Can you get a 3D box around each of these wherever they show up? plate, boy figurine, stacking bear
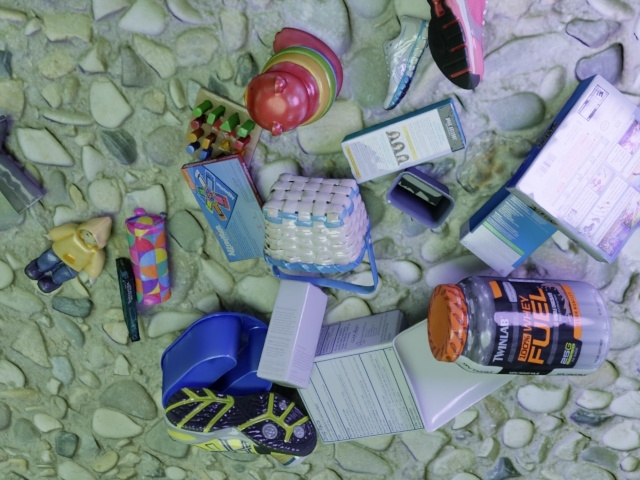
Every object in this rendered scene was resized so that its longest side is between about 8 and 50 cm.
[{"bbox_3d":[0.314,0.271,1.466,0.277,0.045,0.278,-28,111,-14],"label":"plate"},{"bbox_3d":[-0.628,0.035,1.604,0.285,0.092,0.177,-30,104,27],"label":"boy figurine"},{"bbox_3d":[-0.057,-0.289,1.196,0.164,0.289,0.175,16,118,5],"label":"stacking bear"}]

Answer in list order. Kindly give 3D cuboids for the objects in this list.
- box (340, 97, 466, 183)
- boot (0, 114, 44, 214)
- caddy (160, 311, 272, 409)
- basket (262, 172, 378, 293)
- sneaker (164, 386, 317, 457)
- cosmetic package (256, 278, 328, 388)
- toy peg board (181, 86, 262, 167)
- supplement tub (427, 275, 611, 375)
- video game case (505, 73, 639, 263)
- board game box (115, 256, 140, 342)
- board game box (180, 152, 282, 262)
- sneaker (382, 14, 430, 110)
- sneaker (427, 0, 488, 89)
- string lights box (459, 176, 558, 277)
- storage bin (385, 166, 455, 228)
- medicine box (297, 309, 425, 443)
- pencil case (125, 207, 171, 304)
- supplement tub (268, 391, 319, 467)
[{"bbox_3d":[0.174,-0.208,1.313,0.244,0.060,0.101,-17,111,20],"label":"box"},{"bbox_3d":[-0.764,-0.182,1.535,0.189,0.076,0.208,-30,100,39],"label":"boot"},{"bbox_3d":[-0.268,0.321,1.617,0.241,0.179,0.341,31,121,-29],"label":"caddy"},{"bbox_3d":[0.000,0.000,1.381,0.254,0.201,0.289,7,131,14],"label":"basket"},{"bbox_3d":[-0.198,0.463,1.559,0.384,0.145,0.147,16,136,-8],"label":"sneaker"},{"bbox_3d":[-0.062,0.217,1.446,0.085,0.231,0.117,3,160,26],"label":"cosmetic package"},{"bbox_3d":[-0.227,-0.228,1.386,0.161,0.079,0.161,25,119,0],"label":"toy peg board"},{"bbox_3d":[0.413,0.181,1.327,0.337,0.207,0.207,3,118,-7],"label":"supplement tub"},{"bbox_3d":[0.533,-0.135,1.201,0.244,0.061,0.269,37,89,-6],"label":"video game case"},{"bbox_3d":[-0.500,0.153,1.618,0.026,0.126,0.186,-11,119,-23],"label":"board game box"},{"bbox_3d":[-0.200,-0.069,1.451,0.145,0.027,0.281,-10,128,16],"label":"board game box"},{"bbox_3d":[0.155,-0.357,1.247,0.083,0.071,0.191,25,111,7],"label":"sneaker"},{"bbox_3d":[0.266,-0.438,1.135,0.136,0.116,0.314,-22,106,-16],"label":"sneaker"},{"bbox_3d":[0.432,-0.058,1.320,0.133,0.077,0.260,38,118,-7],"label":"string lights box"},{"bbox_3d":[0.214,-0.097,1.342,0.135,0.091,0.098,30,119,-2],"label":"storage bin"},{"bbox_3d":[0.100,0.343,1.555,0.289,0.149,0.264,-15,112,20],"label":"medicine box"},{"bbox_3d":[-0.429,0.044,1.560,0.104,0.104,0.236,7,115,10],"label":"pencil case"},{"bbox_3d":[-0.117,0.501,1.686,0.199,0.144,0.144,40,118,-8],"label":"supplement tub"}]
